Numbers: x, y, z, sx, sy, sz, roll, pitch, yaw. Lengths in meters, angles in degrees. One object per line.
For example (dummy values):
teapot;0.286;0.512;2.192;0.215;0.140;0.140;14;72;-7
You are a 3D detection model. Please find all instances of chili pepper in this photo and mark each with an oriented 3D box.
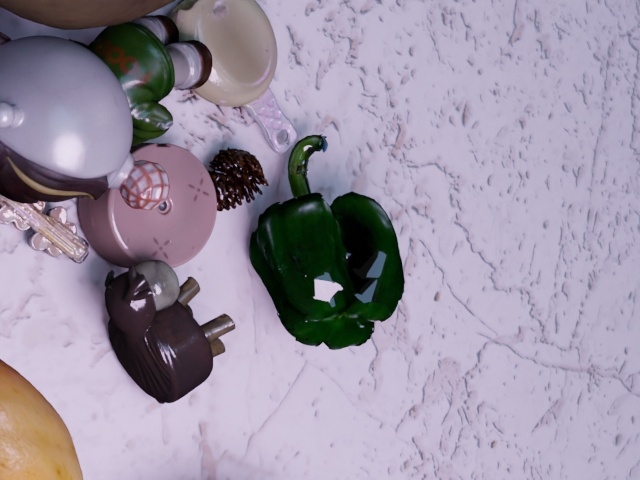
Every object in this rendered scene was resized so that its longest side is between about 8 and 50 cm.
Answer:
chili pepper;0.000;0.000;1.911;0.174;0.165;0.261;-7;59;-19

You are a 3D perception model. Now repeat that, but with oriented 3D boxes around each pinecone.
pinecone;-0.108;-0.073;1.887;0.083;0.077;0.077;-44;117;-2

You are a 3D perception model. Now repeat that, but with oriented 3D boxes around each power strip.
power strip;-0.202;-0.038;1.811;0.154;0.078;0.154;-2;93;-39

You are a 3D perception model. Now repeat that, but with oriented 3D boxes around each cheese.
cheese;-0.097;-0.205;1.899;0.137;0.064;0.227;-44;116;-26

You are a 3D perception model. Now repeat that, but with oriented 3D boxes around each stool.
stool;-0.180;0.094;1.783;0.121;0.125;0.217;-36;133;-27

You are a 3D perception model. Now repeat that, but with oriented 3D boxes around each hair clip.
hair clip;-0.344;-0.044;1.726;0.062;0.056;0.214;-53;128;-10

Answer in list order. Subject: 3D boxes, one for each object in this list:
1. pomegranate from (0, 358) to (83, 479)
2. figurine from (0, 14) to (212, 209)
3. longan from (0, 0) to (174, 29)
pomegranate;-0.418;0.280;1.488;0.411;0.411;0.411;0;90;-36
figurine;-0.254;-0.155;1.685;0.281;0.167;0.370;40;37;9
longan;-0.236;-0.381;1.621;0.361;0.361;0.361;0;90;-36
